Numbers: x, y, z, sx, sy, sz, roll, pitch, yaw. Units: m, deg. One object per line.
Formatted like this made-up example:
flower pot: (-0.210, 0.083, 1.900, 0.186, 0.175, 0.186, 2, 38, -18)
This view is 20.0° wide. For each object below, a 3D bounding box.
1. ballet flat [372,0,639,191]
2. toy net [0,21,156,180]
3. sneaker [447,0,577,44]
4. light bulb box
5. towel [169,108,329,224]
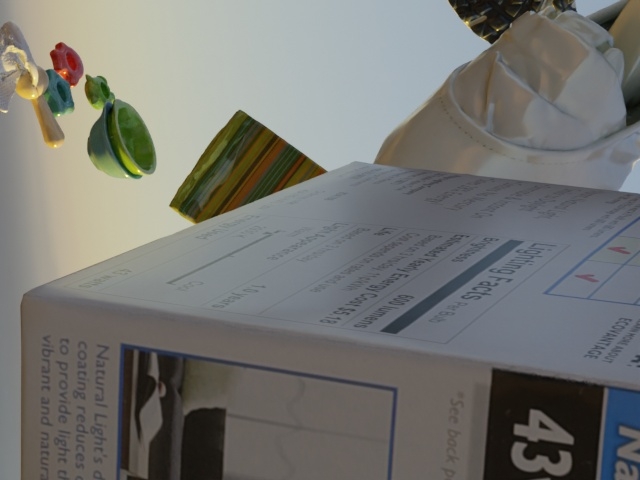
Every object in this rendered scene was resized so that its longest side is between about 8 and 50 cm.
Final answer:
ballet flat: (0.177, -0.107, 1.179, 0.139, 0.400, 0.139, 23, -55, 36)
toy net: (-0.215, -0.133, 1.497, 0.232, 0.045, 0.122, 39, 36, -56)
sneaker: (0.137, -0.290, 1.665, 0.283, 0.110, 0.122, 47, 22, 1)
light bulb box: (0.108, 0.111, 0.822, 0.358, 0.361, 0.225, -26, 121, -63)
towel: (0.000, 0.000, 1.470, 0.102, 0.237, 0.021, -54, -175, 16)
